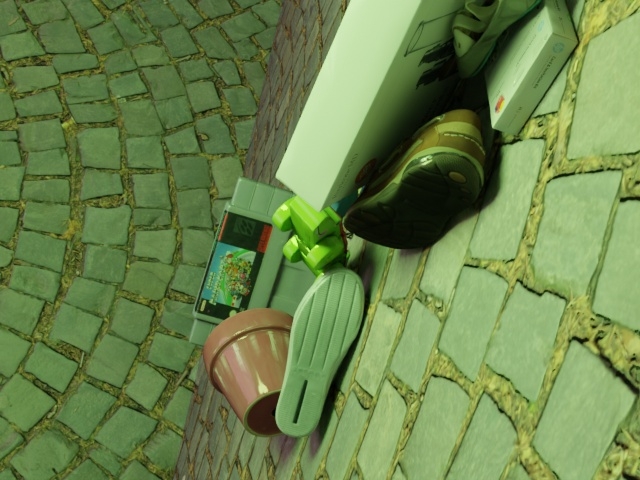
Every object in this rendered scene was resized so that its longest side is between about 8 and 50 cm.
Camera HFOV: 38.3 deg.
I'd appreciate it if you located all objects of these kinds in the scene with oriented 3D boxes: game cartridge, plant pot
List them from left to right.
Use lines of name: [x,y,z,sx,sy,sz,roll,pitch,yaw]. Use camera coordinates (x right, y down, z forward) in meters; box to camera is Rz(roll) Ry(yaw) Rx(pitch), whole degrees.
game cartridge: [-0.114,0.068,1.853,0.068,0.230,0.355,-127,53,-73]
plant pot: [-0.104,0.256,1.713,0.201,0.201,0.180,-66,31,30]

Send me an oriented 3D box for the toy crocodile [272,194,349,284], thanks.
toy crocodile: [0.000,0.000,1.564,0.105,0.115,0.340,-39,-20,-11]

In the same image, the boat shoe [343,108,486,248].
boat shoe: [0.137,-0.080,1.272,0.324,0.122,0.120,-35,33,62]

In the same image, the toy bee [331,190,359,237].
toy bee: [0.036,-0.127,1.626,0.162,0.195,0.298,-50,1,-3]

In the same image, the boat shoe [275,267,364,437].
boat shoe: [-0.009,0.182,1.553,0.094,0.109,0.302,-89,20,-80]

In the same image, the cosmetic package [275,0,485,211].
cosmetic package: [0.112,-0.244,1.265,0.284,0.097,0.377,-30,-26,-46]

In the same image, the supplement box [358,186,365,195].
supplement box: [0.106,-0.099,1.458,0.083,0.083,0.056,-96,26,-58]

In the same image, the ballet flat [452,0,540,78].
ballet flat: [0.201,-0.275,1.139,0.213,0.068,0.072,132,151,-63]

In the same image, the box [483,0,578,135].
box: [0.250,-0.244,1.134,0.186,0.038,0.145,-86,17,-46]
